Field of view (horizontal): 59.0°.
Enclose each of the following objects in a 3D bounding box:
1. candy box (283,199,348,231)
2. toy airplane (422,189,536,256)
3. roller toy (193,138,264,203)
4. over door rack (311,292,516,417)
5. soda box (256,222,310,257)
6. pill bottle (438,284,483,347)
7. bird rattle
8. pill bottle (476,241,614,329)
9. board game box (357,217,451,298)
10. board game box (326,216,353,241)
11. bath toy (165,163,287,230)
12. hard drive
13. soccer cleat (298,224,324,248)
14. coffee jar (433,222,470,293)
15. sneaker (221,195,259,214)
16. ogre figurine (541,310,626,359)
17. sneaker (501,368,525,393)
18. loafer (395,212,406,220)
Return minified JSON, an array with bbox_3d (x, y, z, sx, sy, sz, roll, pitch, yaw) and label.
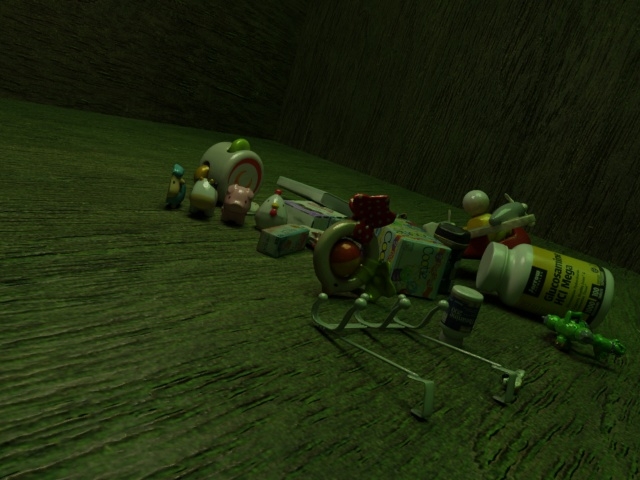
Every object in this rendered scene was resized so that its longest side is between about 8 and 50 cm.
[{"bbox_3d":[-0.032,-0.073,1.829,0.164,0.070,0.196,25,15,32],"label":"candy box"},{"bbox_3d":[0.484,-0.031,1.828,0.385,0.273,0.384,-3,-10,18],"label":"toy airplane"},{"bbox_3d":[-0.295,-0.213,1.827,0.146,0.209,0.191,26,-19,34],"label":"roller toy"},{"bbox_3d":[0.168,0.173,1.018,0.239,0.108,0.324,5,18,-37],"label":"over door rack"},{"bbox_3d":[-0.096,-0.002,1.500,0.062,0.058,0.183,22,15,19],"label":"soda box"},{"bbox_3d":[0.289,0.160,1.181,0.067,0.120,0.067,16,14,-4],"label":"pill bottle"},{"bbox_3d":[0.080,0.024,1.263,0.206,0.254,0.143,-20,31,-27],"label":"bird rattle"},{"bbox_3d":[0.626,0.120,1.604,0.333,0.188,0.188,17,14,4],"label":"pill bottle"},{"bbox_3d":[0.216,0.034,1.545,0.142,0.145,0.275,12,14,-18],"label":"board game box"},{"bbox_3d":[0.059,-0.018,1.676,0.090,0.090,0.020,13,13,-18],"label":"board game box"},{"bbox_3d":[-0.255,-0.116,1.615,0.348,0.129,0.151,15,13,-12],"label":"bath toy"},{"bbox_3d":[0.010,-0.150,2.080,0.233,0.047,0.353,23,3,-33],"label":"hard drive"},{"bbox_3d":[0.000,0.000,1.596,0.076,0.068,0.196,10,12,-37],"label":"soccer cleat"},{"bbox_3d":[0.342,0.046,1.559,0.096,0.185,0.079,26,16,34],"label":"coffee jar"},{"bbox_3d":[-0.240,-0.123,1.769,0.057,0.075,0.161,25,16,30],"label":"sneaker"},{"bbox_3d":[0.628,0.225,1.389,0.118,0.097,0.197,23,21,-28],"label":"ogre figurine"},{"bbox_3d":[0.362,0.258,1.068,0.036,0.032,0.083,22,14,21],"label":"sneaker"},{"bbox_3d":[0.297,-0.081,2.275,0.062,0.061,0.170,25,16,26],"label":"loafer"}]
